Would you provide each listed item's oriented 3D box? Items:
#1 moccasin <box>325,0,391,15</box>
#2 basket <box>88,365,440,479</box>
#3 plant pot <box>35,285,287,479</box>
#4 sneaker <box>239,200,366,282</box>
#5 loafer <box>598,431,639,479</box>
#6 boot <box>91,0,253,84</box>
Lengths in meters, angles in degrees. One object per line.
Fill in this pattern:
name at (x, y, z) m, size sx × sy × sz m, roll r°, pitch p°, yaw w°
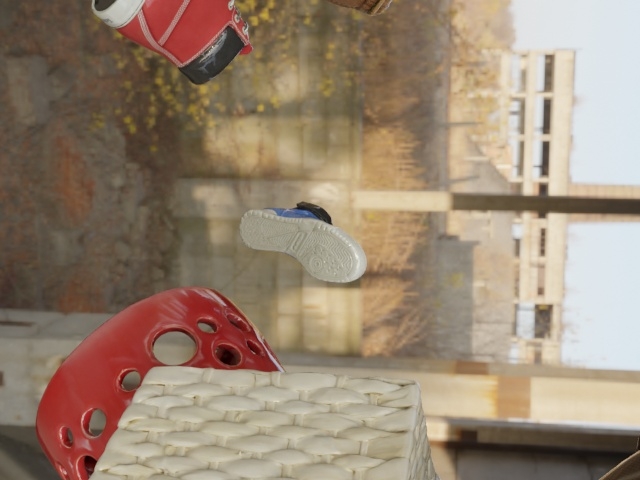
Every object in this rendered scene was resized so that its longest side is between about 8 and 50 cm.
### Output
moccasin at (0.120, -0.342, 0.839) m, size 0.380 × 0.147 × 0.139 m, roll -38°, pitch -147°, yaw 49°
basket at (-0.024, 0.135, 0.445) m, size 0.113 × 0.167 × 0.103 m, roll -70°, pitch 158°, yaw -55°
plant pot at (-0.097, 0.160, 0.666) m, size 0.174 × 0.191 × 0.191 m, roll 46°, pitch -16°, yaw 29°
sneaker at (0.000, -0.001, 0.859) m, size 0.085 × 0.152 × 0.058 m, roll -9°, pitch 110°, yaw -50°
loafer at (0.068, 0.166, 0.302) m, size 0.366 × 0.130 × 0.134 m, roll -45°, pitch 154°, yaw -32°
boot at (-0.114, -0.300, 0.932) m, size 0.176 × 0.088 × 0.244 m, roll 30°, pitch 91°, yaw -42°
